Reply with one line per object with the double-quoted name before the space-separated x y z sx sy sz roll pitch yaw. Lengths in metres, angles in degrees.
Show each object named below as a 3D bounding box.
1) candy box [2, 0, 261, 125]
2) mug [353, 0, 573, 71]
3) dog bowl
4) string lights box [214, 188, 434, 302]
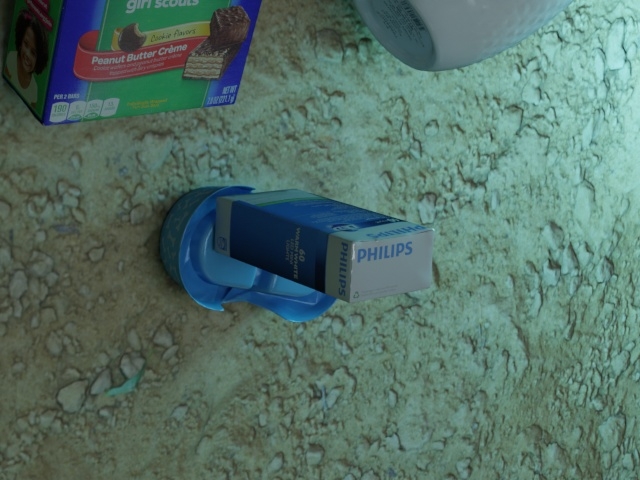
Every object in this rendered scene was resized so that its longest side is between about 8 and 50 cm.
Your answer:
"candy box" -0.191 -0.300 1.455 0.268 0.122 0.317 -12 132 -39
"mug" 0.187 -0.426 1.728 0.328 0.276 0.374 -42 118 -15
"dog bowl" -0.087 0.013 1.743 0.297 0.074 0.166 11 95 -43
"string lights box" 0.000 0.000 1.588 0.133 0.260 0.077 -8 108 -39
